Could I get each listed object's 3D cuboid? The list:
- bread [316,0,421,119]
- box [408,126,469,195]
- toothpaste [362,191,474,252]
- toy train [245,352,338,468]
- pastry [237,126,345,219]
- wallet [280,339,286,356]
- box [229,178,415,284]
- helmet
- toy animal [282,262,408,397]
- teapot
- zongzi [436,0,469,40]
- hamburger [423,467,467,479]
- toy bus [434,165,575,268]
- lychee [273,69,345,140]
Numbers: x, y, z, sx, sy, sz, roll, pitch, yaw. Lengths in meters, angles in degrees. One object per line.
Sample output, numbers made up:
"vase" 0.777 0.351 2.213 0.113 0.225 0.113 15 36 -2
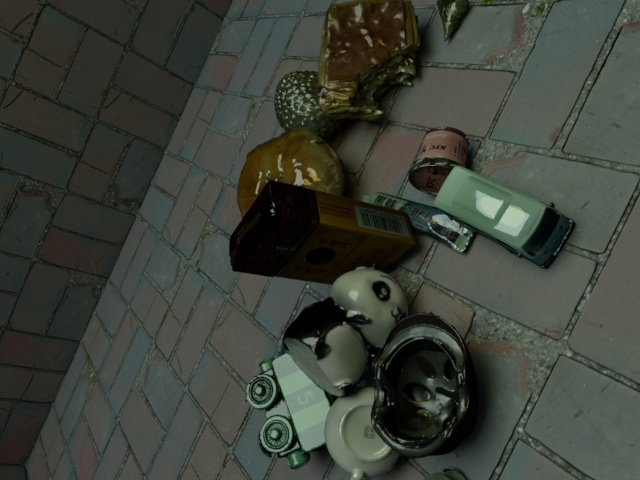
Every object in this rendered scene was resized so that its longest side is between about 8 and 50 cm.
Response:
"bread" 0.149 -0.551 1.608 0.315 0.191 0.369 -1 81 5
"box" 0.317 -0.208 1.339 0.151 0.151 0.135 -6 59 46
"toothpaste" 0.251 -0.069 1.405 0.392 0.061 0.098 25 88 47
"toy train" -0.062 0.445 1.394 0.238 0.167 0.298 -27 66 8
"pastry" -0.088 -0.160 1.668 0.410 0.245 0.409 -8 78 40
"wallet" -0.079 0.395 1.559 0.141 0.059 0.202 -9 66 48
"box" -0.001 -0.001 1.341 0.264 0.416 0.115 -46 43 44
"helmet" 0.249 0.328 1.139 0.225 0.177 0.305 -2 64 41
"toy animal" 0.078 0.208 1.291 0.310 0.250 0.251 -38 33 -24
"teapot" 0.108 0.471 1.240 0.205 0.139 0.297 18 72 6
"zongzi" 0.371 -0.683 1.569 0.154 0.062 0.130 51 123 53
"hamburger" 0.265 0.568 1.099 0.140 0.063 0.133 -57 37 15
"toy bus" 0.399 -0.061 1.148 0.271 0.165 0.133 35 100 40
"lychee" -0.030 -0.458 1.758 0.255 0.274 0.255 -43 14 14
